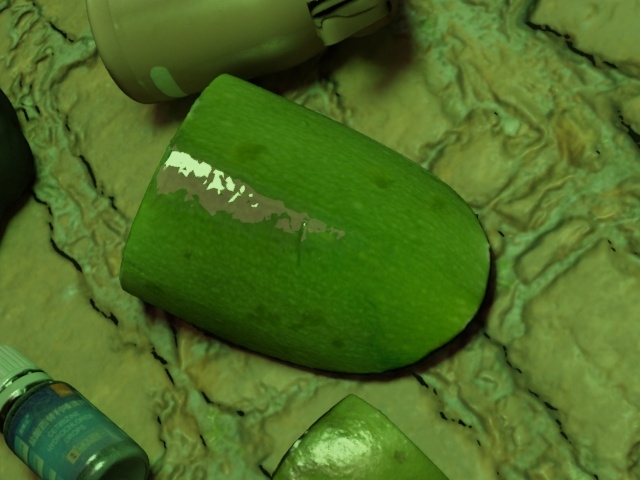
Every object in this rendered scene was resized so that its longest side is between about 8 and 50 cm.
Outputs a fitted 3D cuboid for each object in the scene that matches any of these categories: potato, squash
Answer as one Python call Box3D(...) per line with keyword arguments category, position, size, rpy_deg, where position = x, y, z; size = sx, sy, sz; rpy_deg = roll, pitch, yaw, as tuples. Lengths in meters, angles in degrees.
Box3D(category="potato", position=(0.027, 0.219, 1.041), size=(0.120, 0.081, 0.149), rpy_deg=(35, 81, 34))
Box3D(category="squash", position=(0.000, 0.000, 1.175), size=(0.309, 0.210, 0.233), rpy_deg=(25, 73, 1))

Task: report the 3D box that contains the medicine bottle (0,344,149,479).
Box3D(category="medicine bottle", position=(-0.251, 0.175, 1.177), size=(0.203, 0.083, 0.083), rpy_deg=(32, 80, 33))

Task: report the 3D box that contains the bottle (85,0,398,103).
Box3D(category="bottle", position=(-0.071, -0.238, 1.252), size=(0.297, 0.173, 0.206), rpy_deg=(-11, 33, 15))

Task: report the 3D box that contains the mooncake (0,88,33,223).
Box3D(category="mooncake", position=(-0.426, -0.082, 1.347), size=(0.245, 0.133, 0.245), rpy_deg=(-9, 62, 18))
